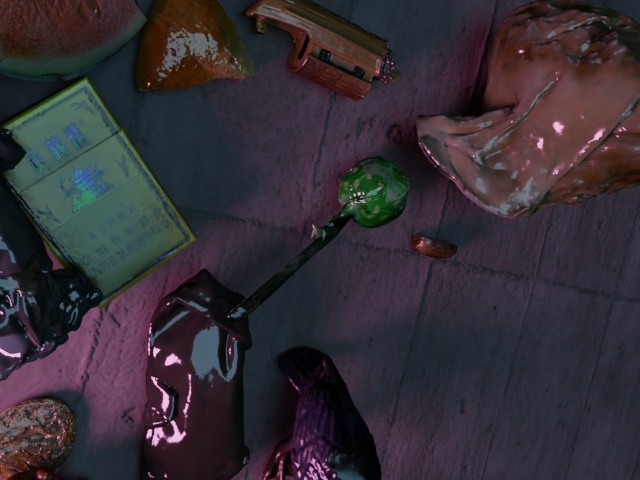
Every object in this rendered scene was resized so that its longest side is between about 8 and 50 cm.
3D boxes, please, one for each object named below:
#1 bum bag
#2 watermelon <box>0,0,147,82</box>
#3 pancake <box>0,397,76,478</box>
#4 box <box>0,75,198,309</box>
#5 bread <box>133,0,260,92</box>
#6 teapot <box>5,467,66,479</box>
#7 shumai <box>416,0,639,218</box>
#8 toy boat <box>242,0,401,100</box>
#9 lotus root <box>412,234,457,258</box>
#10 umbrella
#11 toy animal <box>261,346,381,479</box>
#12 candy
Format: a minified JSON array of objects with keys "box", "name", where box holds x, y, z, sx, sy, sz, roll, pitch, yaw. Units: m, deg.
[{"box":[-0.156,0.195,0.764,0.142,0.079,0.327,2,102,-22],"name":"bum bag"},{"box":[-0.280,-0.232,0.588,0.231,0.128,0.146,-49,134,-24],"name":"watermelon"},{"box":[-0.344,0.234,0.697,0.108,0.017,0.108,-6,103,-29],"name":"pancake"},{"box":[-0.259,-0.052,0.661,0.141,0.064,0.220,-38,117,-15],"name":"box"},{"box":[-0.149,-0.250,0.692,0.154,0.054,0.136,-15,104,-29],"name":"bread"},{"box":[-0.326,0.311,0.672,0.173,0.116,0.116,25,87,-65],"name":"teapot"},{"box":[0.309,-0.142,0.812,0.288,0.330,0.292,-33,140,-32],"name":"shumai"},{"box":[0.004,-0.249,0.768,0.225,0.068,0.088,15,98,-31],"name":"toy boat"},{"box":[0.184,0.013,0.937,0.083,0.037,0.030,9,99,-31],"name":"lotus root"},{"box":[-0.334,-0.036,0.546,0.143,0.094,0.349,-38,121,-34],"name":"umbrella"},{"box":[0.006,0.298,0.811,0.122,0.185,0.299,4,79,-25],"name":"toy animal"},{"box":[-0.002,-0.002,0.783,0.323,0.097,0.097,-42,117,-25],"name":"candy"}]
